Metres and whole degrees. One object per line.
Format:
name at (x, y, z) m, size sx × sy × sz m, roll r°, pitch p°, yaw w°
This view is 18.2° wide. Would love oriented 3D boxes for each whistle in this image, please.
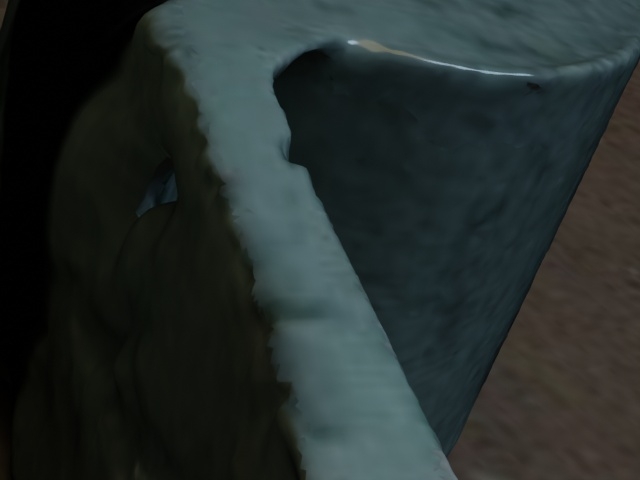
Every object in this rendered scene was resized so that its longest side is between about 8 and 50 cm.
whistle at (-0.029, -0.004, 0.575) m, size 0.188 × 0.168 × 0.405 m, roll 23°, pitch 29°, yaw 2°
